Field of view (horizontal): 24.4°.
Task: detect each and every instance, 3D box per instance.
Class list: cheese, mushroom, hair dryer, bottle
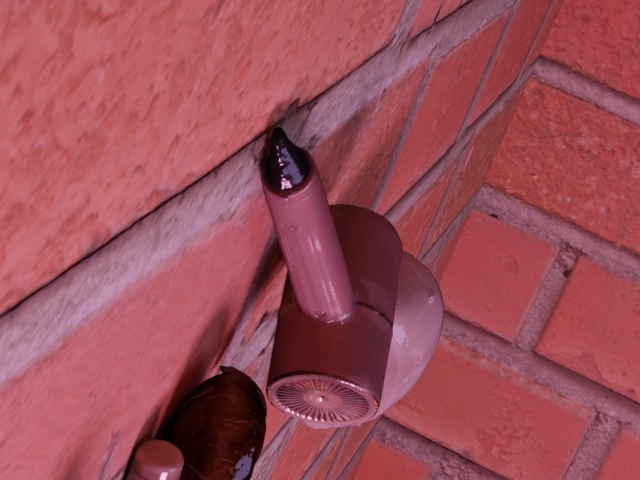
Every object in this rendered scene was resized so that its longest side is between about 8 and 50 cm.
[{"bbox_3d":[0.050,0.094,1.595,0.189,0.154,0.198,-60,170,-52],"label":"cheese"},{"bbox_3d":[-0.091,0.168,1.265,0.135,0.080,0.170,-53,-166,32],"label":"mushroom"},{"bbox_3d":[0.000,0.000,1.250,0.344,0.107,0.189,76,21,-56],"label":"hair dryer"},{"bbox_3d":[-0.142,0.210,1.205,0.045,0.045,0.096,-44,156,-63],"label":"bottle"}]
